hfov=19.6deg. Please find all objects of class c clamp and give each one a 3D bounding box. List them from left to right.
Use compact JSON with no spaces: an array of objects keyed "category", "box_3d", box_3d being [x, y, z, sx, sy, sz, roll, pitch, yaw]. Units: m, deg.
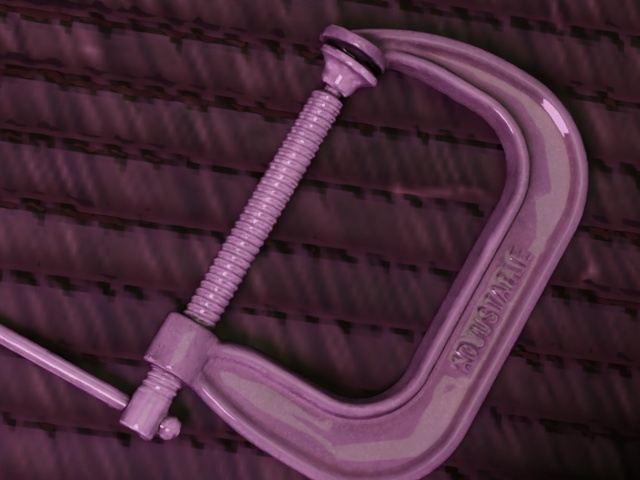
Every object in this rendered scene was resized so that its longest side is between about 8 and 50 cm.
[{"category":"c clamp","box_3d":[0.000,0.000,0.543,0.137,0.022,0.160,36,78,-3]}]
